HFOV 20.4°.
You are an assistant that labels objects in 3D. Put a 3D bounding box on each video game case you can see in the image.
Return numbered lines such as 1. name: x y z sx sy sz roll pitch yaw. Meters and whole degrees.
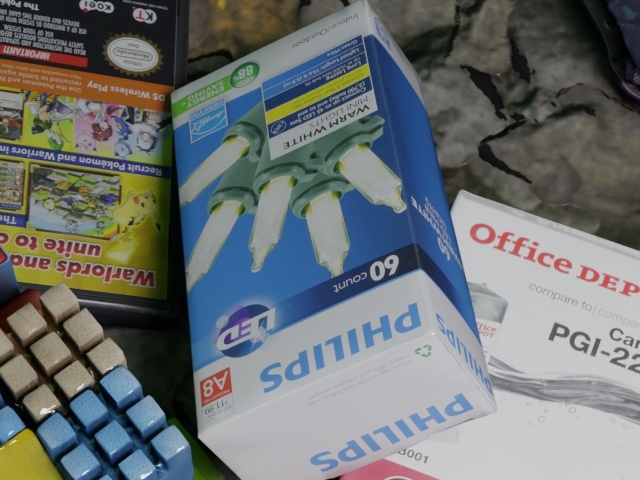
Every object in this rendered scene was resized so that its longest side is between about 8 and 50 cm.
1. video game case: -0.213 -0.083 1.023 0.275 0.035 0.248 8 67 -18

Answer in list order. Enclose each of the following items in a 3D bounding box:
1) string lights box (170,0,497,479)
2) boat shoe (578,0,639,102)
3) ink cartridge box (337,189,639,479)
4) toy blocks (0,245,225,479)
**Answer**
1. string lights box: 0.000 0.000 0.953 0.133 0.077 0.259 -25 43 15
2. boat shoe: 0.272 -0.089 1.058 0.158 0.127 0.340 -22 57 -5
3. ink cartridge box: 0.108 0.101 0.959 0.159 0.092 0.218 20 61 9
4. toy blocks: -0.123 0.127 0.843 0.191 0.261 0.381 -35 68 -18
